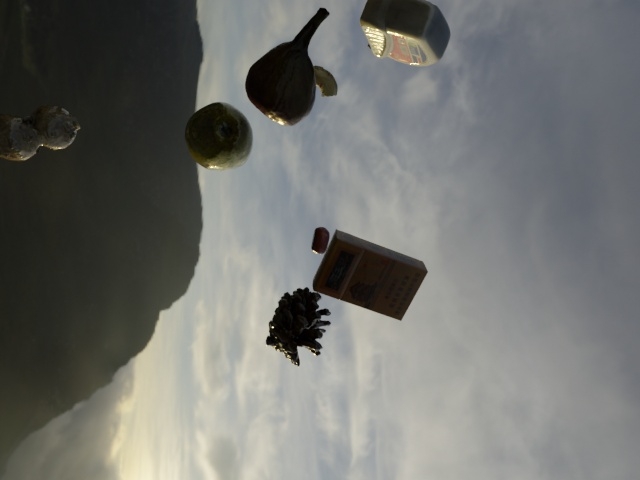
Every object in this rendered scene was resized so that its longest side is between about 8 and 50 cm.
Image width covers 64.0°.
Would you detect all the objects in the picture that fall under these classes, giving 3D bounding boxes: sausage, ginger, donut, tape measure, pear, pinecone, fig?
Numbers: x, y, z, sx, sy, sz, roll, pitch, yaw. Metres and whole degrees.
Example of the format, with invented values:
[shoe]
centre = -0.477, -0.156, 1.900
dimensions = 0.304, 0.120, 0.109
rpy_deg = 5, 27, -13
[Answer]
[sausage]
centre = 0.001, 0.000, 1.758
dimensions = 0.059, 0.054, 0.094
rpy_deg = 164, -63, -82
[ginger]
centre = -0.516, -0.174, 0.857
dimensions = 0.104, 0.204, 0.080
rpy_deg = 31, -46, 34
[donut]
centre = -0.027, -0.523, 1.699
dimensions = 0.065, 0.166, 0.108
rpy_deg = -78, 170, -45
[tape measure]
centre = 0.243, -0.613, 1.492
dimensions = 0.130, 0.265, 0.258
rpy_deg = -68, 162, 1
[pear]
centre = -0.362, -0.373, 1.861
dimensions = 0.307, 0.253, 0.252
rpy_deg = -164, -101, -71
[pinecone]
centre = -0.054, 0.213, 1.286
dimensions = 0.179, 0.150, 0.195
rpy_deg = 104, 5, -68
[fig]
centre = -0.064, -0.444, 1.326
dimensions = 0.290, 0.191, 0.191
rpy_deg = -54, -153, 3

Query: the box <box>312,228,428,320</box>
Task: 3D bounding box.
[box]
centre = 0.135, 0.099, 1.431
dimensions = 0.076, 0.274, 0.174
rpy_deg = -95, -153, -67
